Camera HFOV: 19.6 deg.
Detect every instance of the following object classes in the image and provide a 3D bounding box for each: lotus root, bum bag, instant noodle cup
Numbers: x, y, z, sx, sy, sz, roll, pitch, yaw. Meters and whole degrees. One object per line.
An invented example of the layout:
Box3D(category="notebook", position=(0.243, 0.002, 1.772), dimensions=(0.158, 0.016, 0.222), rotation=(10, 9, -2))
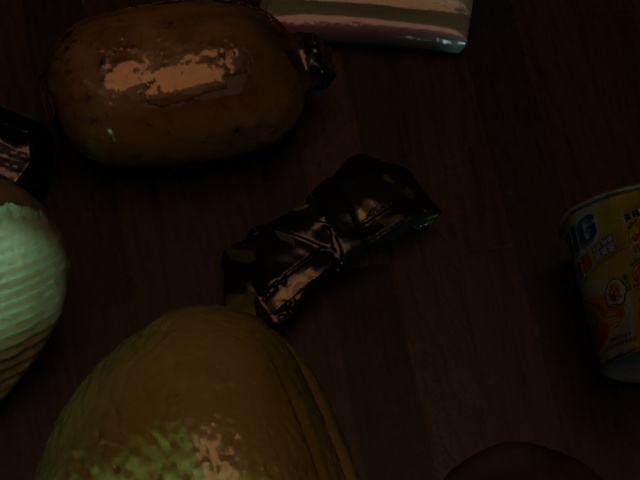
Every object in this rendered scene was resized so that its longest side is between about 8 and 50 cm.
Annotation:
Box3D(category="lotus root", position=(-0.126, -0.152, 1.789), dimensions=(0.284, 0.146, 0.160), rotation=(-10, 86, -4))
Box3D(category="bum bag", position=(0.000, 0.000, 1.767), dimensions=(0.232, 0.060, 0.107), rotation=(-33, 61, -20))
Box3D(category="instant noodle cup", position=(0.328, 0.042, 1.707), dimensions=(0.205, 0.205, 0.153), rotation=(-3, 74, -6))

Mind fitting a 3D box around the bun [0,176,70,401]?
Box3D(category="bun", position=(-0.355, 0.054, 1.610), dimensions=(0.287, 0.287, 0.146), rotation=(-38, 58, -20))

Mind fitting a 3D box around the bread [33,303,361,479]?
Box3D(category="bread", position=(-0.080, 0.212, 1.512), dimensions=(0.237, 0.320, 0.320), rotation=(-32, 64, 23))

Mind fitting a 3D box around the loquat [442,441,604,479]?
Box3D(category="loquat", position=(0.194, 0.275, 1.584), dimensions=(0.227, 0.179, 0.179), rotation=(39, 67, 17))

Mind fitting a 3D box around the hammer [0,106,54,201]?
Box3D(category="hammer", position=(-0.448, 0.014, 1.714), dimensions=(0.242, 0.095, 0.409), rotation=(28, 67, 9))

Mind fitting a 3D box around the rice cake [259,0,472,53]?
Box3D(category="rice cake", position=(0.047, -0.233, 1.896), dimensions=(0.221, 0.042, 0.080), rotation=(5, 62, -3))
